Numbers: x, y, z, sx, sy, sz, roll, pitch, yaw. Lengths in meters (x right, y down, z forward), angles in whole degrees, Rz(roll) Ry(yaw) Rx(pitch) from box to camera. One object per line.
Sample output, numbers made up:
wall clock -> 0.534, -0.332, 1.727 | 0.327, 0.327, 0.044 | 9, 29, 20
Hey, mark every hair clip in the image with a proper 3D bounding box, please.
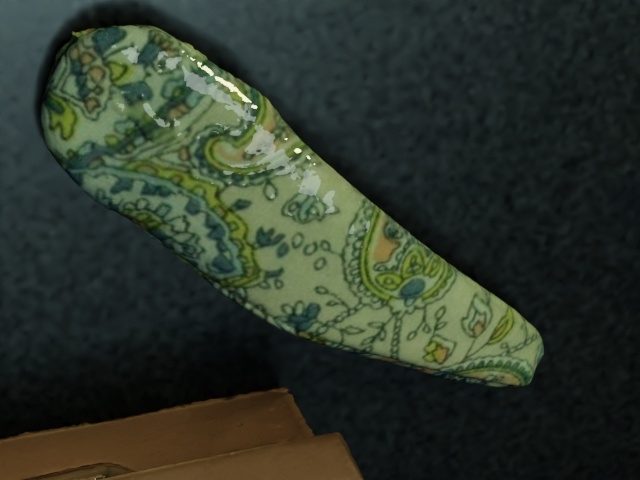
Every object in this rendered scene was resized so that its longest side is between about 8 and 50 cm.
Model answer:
hair clip -> 0.000, 0.001, 0.645 | 0.229, 0.036, 0.066 | 33, 108, -30

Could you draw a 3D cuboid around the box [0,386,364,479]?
box -> -0.092, 0.172, 0.669 | 0.215, 0.086, 0.215 | -11, 118, -14
